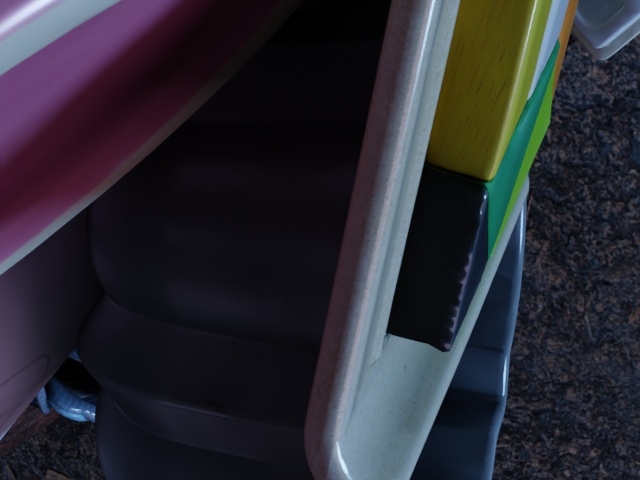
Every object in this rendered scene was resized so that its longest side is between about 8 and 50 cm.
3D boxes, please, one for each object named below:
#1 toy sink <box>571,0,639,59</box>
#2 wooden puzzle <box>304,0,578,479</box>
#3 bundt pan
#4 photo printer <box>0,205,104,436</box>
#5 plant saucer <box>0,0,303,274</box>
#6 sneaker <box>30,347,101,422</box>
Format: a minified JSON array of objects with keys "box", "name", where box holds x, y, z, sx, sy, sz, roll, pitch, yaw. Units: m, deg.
[{"box":[0.226,-0.228,1.305,0.234,0.131,0.153,-37,177,-27],"name":"toy sink"},{"box":[0.053,-0.076,0.504,0.221,0.044,0.239,-59,158,-58],"name":"wooden puzzle"},{"box":[0.000,0.000,0.718,0.124,0.331,0.331,7,-170,13],"name":"bundt pan"},{"box":[-0.216,0.081,0.719,0.256,0.107,0.307,-38,178,-28],"name":"photo printer"},{"box":[-0.109,-0.035,0.427,0.332,0.084,0.332,-38,178,-1],"name":"plant saucer"},{"box":[-0.154,0.053,0.952,0.104,0.125,0.262,-37,177,-25],"name":"sneaker"}]
